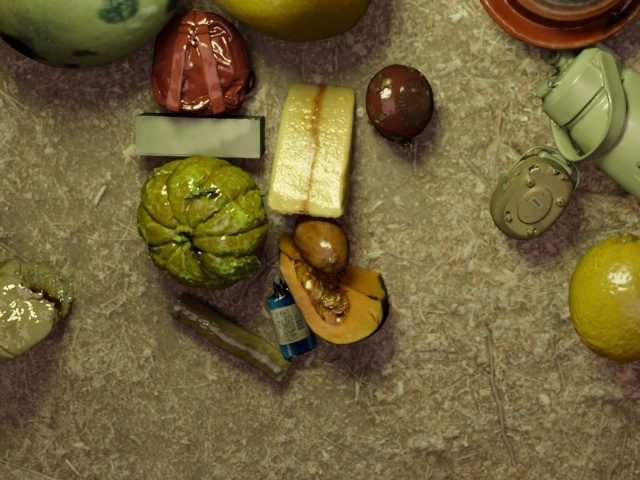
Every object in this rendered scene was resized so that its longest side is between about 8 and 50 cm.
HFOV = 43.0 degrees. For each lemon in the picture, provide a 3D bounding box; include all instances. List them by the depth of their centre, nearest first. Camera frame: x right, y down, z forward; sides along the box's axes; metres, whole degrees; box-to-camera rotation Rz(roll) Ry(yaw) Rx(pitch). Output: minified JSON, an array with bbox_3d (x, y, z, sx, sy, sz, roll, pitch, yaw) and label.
[{"bbox_3d":[0.643,0.122,1.696,0.267,0.267,0.267,1,107,5],"label":"lemon"}]

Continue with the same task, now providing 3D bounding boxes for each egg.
[{"bbox_3d":[-0.452,-0.502,1.540,0.428,0.345,0.345,2,108,28],"label":"egg"}]

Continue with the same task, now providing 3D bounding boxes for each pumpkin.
[{"bbox_3d":[0.039,0.095,1.794,0.190,0.139,0.280,-20,107,14],"label":"pumpkin"}]

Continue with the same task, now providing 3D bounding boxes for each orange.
[{"bbox_3d":[-0.238,-0.036,1.735,0.300,0.223,0.301,-8,108,30],"label":"orange"}]

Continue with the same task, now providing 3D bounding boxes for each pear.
[{"bbox_3d":[-0.069,-0.560,1.487,0.362,0.362,0.418,-28,124,12],"label":"pear"}]

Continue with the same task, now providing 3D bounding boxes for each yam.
[{"bbox_3d":[-0.208,0.225,1.891,0.317,0.067,0.071,33,106,-4],"label":"yam"}]

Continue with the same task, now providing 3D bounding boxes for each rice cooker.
[{"bbox_3d":[0.447,-0.094,1.709,0.145,0.127,0.206,32,115,-6],"label":"rice cooker"}]

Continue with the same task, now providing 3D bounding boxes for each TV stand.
[{"bbox_3d":[-0.257,-0.227,1.754,0.270,0.083,0.088,3,105,5],"label":"TV stand"}]

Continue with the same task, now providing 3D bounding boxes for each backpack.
[{"bbox_3d":[-0.251,-0.367,1.680,0.229,0.139,0.229,1,107,4],"label":"backpack"}]

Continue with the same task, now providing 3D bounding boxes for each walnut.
[{"bbox_3d":[0.000,0.000,1.723,0.116,0.207,0.115,-9,120,-16],"label":"walnut"}]

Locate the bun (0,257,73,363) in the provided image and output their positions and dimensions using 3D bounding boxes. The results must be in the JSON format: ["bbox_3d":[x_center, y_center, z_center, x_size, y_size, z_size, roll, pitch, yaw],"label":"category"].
[{"bbox_3d":[-0.706,0.146,1.809,0.282,0.281,0.204,-29,101,12],"label":"bun"}]

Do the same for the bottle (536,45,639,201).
[{"bbox_3d":[0.584,-0.243,1.610,0.352,0.229,0.229,38,106,-1],"label":"bottle"}]

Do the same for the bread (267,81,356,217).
[{"bbox_3d":[-0.018,-0.190,1.702,0.168,0.163,0.264,5,106,4],"label":"bread"}]

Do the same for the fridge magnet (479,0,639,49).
[{"bbox_3d":[0.468,-0.549,1.548,0.364,0.155,0.363,1,96,6],"label":"fridge magnet"}]

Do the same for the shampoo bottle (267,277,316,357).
[{"bbox_3d":[-0.070,0.174,1.867,0.087,0.050,0.183,-19,106,-18],"label":"shampoo bottle"}]

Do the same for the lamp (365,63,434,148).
[{"bbox_3d":[0.154,-0.284,1.681,0.156,0.135,0.157,33,80,-35],"label":"lamp"}]
